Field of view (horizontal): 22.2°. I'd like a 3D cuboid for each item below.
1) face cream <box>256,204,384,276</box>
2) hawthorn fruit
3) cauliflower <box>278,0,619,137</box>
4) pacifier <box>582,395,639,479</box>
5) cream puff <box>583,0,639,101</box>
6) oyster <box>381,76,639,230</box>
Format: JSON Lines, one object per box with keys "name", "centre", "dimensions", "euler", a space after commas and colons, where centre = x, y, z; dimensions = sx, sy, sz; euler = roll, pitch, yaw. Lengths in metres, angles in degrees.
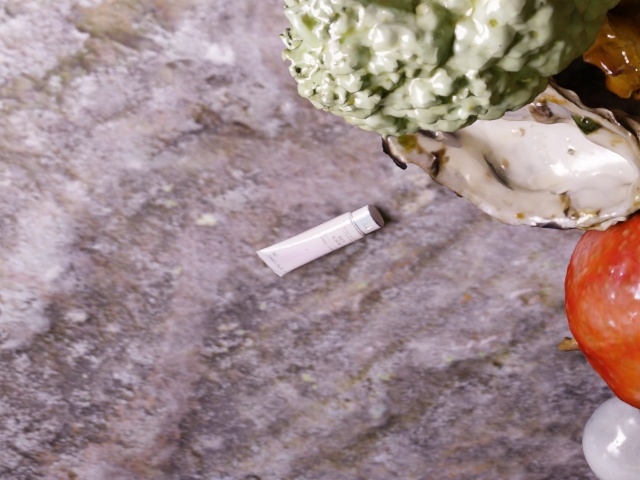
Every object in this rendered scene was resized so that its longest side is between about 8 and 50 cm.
{"name": "face cream", "centre": [0.000, 0.000, 1.402], "dimensions": [0.115, 0.020, 0.038], "euler": [-23, 132, 24]}
{"name": "hawthorn fruit", "centre": [0.296, 0.052, 1.346], "dimensions": [0.205, 0.205, 0.253], "euler": [30, 132, -28]}
{"name": "cauliflower", "centre": [0.080, -0.213, 1.045], "dimensions": [0.260, 0.327, 0.281], "euler": [-15, 91, -6]}
{"name": "pacifier", "centre": [0.382, 0.228, 1.496], "dimensions": [0.273, 0.332, 0.220], "euler": [46, 148, 6]}
{"name": "cream puff", "centre": [0.250, -0.151, 1.206], "dimensions": [0.116, 0.094, 0.122], "euler": [4, 131, -9]}
{"name": "oyster", "centre": [0.150, -0.099, 1.257], "dimensions": [0.294, 0.094, 0.166], "euler": [34, 145, -9]}
